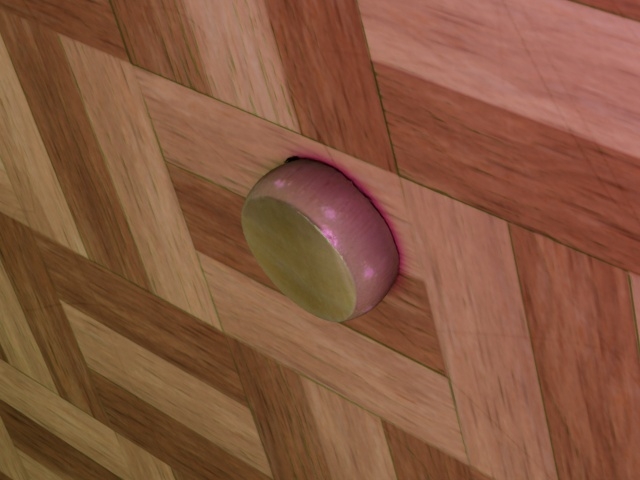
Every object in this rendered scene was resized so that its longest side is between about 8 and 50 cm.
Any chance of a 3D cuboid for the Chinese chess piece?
[{"bbox_3d":[0.000,0.000,1.499,0.144,0.058,0.144,36,151,24],"label":"Chinese chess piece"}]
